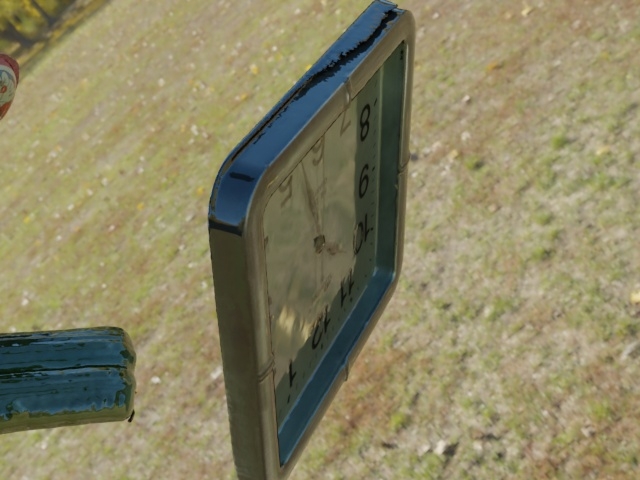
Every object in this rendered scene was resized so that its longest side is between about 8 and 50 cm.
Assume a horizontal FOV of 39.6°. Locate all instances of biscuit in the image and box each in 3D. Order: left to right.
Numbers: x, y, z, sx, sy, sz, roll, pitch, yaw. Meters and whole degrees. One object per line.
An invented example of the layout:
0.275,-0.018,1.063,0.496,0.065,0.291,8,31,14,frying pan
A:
-0.294,0.103,0.629,0.322,0.038,0.099,-3,33,-9,biscuit

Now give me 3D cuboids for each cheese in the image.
-0.284,-0.102,0.721,0.095,0.038,0.145,-38,-14,-34,cheese

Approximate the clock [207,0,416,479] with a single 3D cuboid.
-0.001,0.000,0.637,0.049,0.279,0.273,15,41,19,clock
